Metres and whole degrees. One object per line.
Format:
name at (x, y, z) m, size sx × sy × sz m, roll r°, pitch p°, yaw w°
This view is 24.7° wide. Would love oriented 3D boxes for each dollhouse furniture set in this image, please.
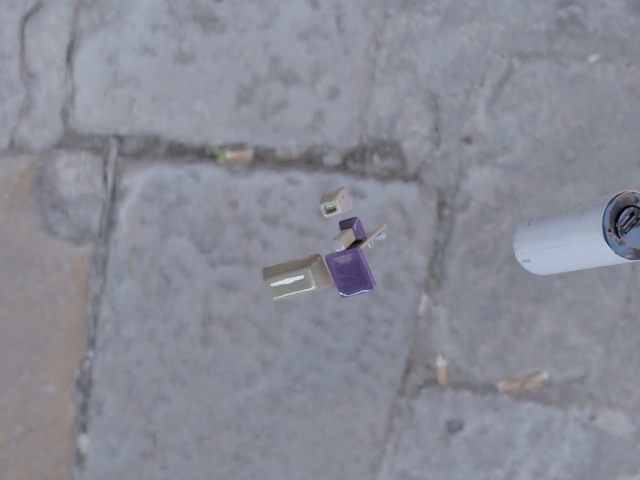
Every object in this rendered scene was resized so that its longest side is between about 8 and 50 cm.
dollhouse furniture set at (0.000, 0.000, 1.297) m, size 0.114 × 0.081 × 0.091 m, roll -16°, pitch 104°, yaw 31°

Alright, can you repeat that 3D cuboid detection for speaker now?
speaker at (0.206, -0.005, 1.143) m, size 0.055 × 0.136 × 0.055 m, roll 3°, pitch 83°, yaw -22°
